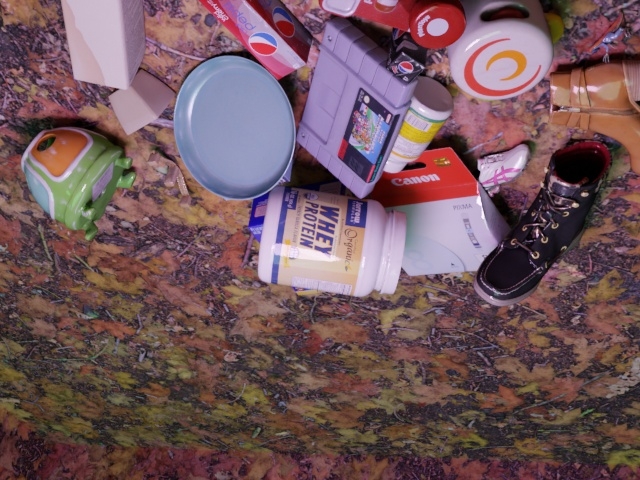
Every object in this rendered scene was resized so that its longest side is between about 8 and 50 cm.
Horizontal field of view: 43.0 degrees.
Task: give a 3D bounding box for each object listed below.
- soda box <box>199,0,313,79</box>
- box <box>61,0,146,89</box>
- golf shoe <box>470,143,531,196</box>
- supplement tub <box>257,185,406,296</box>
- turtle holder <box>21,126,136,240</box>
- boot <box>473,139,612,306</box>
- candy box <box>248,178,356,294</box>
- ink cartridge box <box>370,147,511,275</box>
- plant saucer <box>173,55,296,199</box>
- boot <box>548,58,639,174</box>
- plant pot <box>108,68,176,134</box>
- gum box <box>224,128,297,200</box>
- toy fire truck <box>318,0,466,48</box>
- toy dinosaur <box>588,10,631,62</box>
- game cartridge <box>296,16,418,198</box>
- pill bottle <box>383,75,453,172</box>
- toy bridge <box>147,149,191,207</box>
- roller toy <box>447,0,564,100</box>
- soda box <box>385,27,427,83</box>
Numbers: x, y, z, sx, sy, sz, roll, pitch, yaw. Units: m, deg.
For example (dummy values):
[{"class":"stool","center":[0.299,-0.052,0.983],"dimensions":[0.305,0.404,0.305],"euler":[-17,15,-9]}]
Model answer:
[{"class":"soda box","center":[-0.132,-0.448,1.615],"dimensions":[0.083,0.092,0.263],"euler":[-20,133,36]},{"class":"box","center":[-0.432,-0.471,1.623],"dimensions":[0.121,0.148,0.311],"euler":[11,141,1]},{"class":"golf shoe","center":[0.404,-0.165,1.860],"dimensions":[0.086,0.068,0.186],"euler":[27,140,-17]},{"class":"supplement tub","center":[0.026,0.006,1.864],"dimensions":[0.316,0.228,0.228],"euler":[8,143,-1]},{"class":"turtle holder","center":[-0.608,-0.160,2.035],"dimensions":[0.227,0.243,0.320],"euler":[31,-179,-2]},{"class":"boot","center":[0.497,-0.041,1.800],"dimensions":[0.138,0.377,0.284],"euler":[41,146,27]},{"class":"candy box","center":[0.000,0.000,2.134],"dimensions":[0.268,0.122,0.317],"euler":[-10,139,23]},{"class":"ink cartridge box","center":[0.266,-0.056,1.975],"dimensions":[0.308,0.091,0.385],"euler":[-6,143,39]},{"class":"plant saucer","center":[-0.186,-0.249,1.803],"dimensions":[0.317,0.043,0.318],"euler":[7,106,25]},{"class":"boot","center":[0.584,-0.243,1.675],"dimensions":[0.220,0.109,0.283],"euler":[-3,138,16]},{"class":"plant pot","center":[-0.415,-0.323,1.849],"dimensions":[0.109,0.109,0.096],"euler":[-21,120,35]},{"class":"gum box","center":[-0.148,-0.187,1.902],"dimensions":[0.184,0.157,0.041],"euler":[-15,142,30]},{"class":"toy fire truck","center":[0.155,-0.487,1.393],"dimensions":[0.253,0.169,0.302],"euler":[11,143,-17]},{"class":"toy dinosaur","center":[0.555,-0.392,1.569],"dimensions":[0.082,0.047,0.090],"euler":[-8,106,37]},{"class":"game cartridge","center":[0.067,-0.269,1.727],"dimensions":[0.230,0.068,0.355],"euler":[47,147,20]},{"class":"pill bottle","center":[0.191,-0.245,1.761],"dimensions":[0.117,0.118,0.208],"euler":[21,137,-12]},{"class":"toy bridge","center":[-0.380,-0.166,2.068],"dimensions":[0.026,0.063,0.188],"euler":[-6,141,21]},{"class":"roller toy","center":[0.337,-0.379,1.537],"dimensions":[0.191,0.146,0.209],"euler":[28,135,-35]},{"class":"soda box","center":[0.170,-0.384,1.555],"dimensions":[0.060,0.169,0.053],"euler":[29,139,-21]}]
